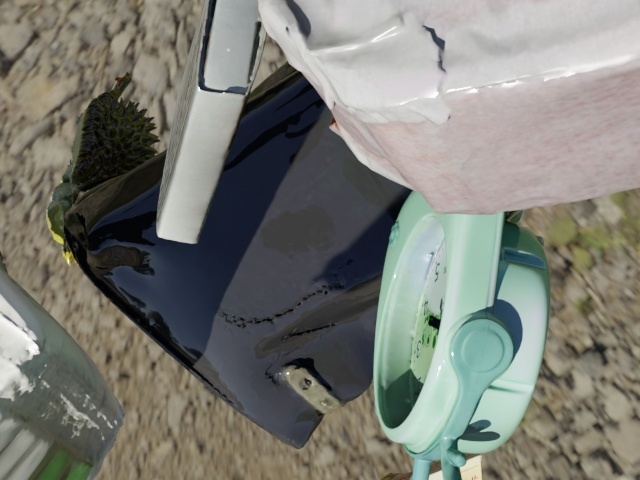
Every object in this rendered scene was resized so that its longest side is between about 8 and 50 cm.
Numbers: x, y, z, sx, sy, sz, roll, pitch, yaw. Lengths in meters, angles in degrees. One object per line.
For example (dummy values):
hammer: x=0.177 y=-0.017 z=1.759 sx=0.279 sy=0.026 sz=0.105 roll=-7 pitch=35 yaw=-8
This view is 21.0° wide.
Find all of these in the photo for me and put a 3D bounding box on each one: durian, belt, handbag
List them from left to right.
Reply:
durian: x=-0.189 y=-0.065 z=1.574 sx=0.102 sy=0.208 sz=0.146 roll=13 pitch=145 yaw=-10
handbag: x=0.000 y=0.000 z=1.427 sx=0.342 sy=0.152 sz=0.288 roll=-32 pitch=108 yaw=5
belt: x=0.080 y=-0.093 z=0.614 sx=0.201 sy=0.124 sz=0.128 roll=-11 pitch=63 yaw=17

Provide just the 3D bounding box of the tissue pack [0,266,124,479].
tissue pack: x=-0.292 y=0.080 z=1.162 sx=0.266 sy=0.356 sz=0.194 roll=41 pitch=81 yaw=12

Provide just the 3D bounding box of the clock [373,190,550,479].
clock: x=0.079 y=0.057 z=0.997 sx=0.066 sy=0.159 sz=0.211 roll=12 pitch=69 yaw=-12

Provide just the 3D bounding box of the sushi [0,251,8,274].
sushi: x=-0.458 y=-0.033 z=1.605 sx=0.339 sy=0.320 sz=0.069 roll=2 pitch=127 yaw=-25

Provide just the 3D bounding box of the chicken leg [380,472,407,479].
chicken leg: x=0.094 y=0.259 z=1.578 sx=0.088 sy=0.228 sz=0.103 roll=43 pitch=100 yaw=-9

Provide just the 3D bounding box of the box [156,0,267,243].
box: x=-0.064 y=-0.087 z=1.016 sx=0.036 sy=0.177 sz=0.115 roll=12 pitch=62 yaw=-8

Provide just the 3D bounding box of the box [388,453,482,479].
box: x=0.073 y=0.185 z=1.189 sx=0.093 sy=0.015 sz=0.058 roll=-17 pitch=111 yaw=-31
